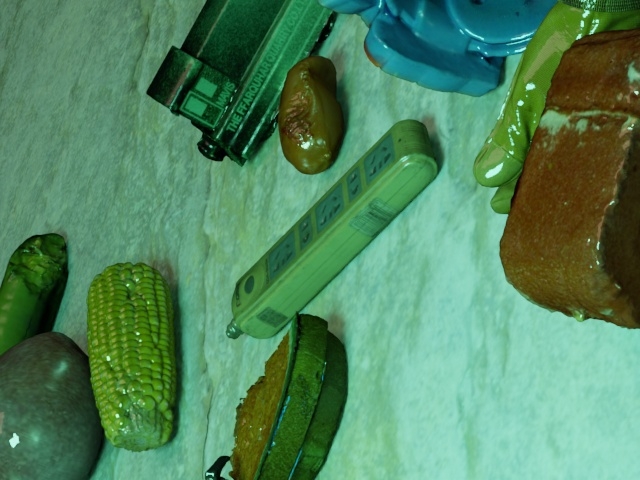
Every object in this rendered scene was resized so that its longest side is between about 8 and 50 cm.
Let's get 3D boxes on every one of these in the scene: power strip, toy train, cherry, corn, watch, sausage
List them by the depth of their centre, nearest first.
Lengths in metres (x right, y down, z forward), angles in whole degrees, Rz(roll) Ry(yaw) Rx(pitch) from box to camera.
[{"bbox_3d":[0.142,-0.335,1.630,0.274,0.305,0.241,-41,35,46],"label":"watch"},{"bbox_3d":[0.000,0.000,1.817,0.387,0.066,0.092,-46,30,28],"label":"power strip"},{"bbox_3d":[-0.014,-0.170,1.961,0.089,0.089,0.179,-33,42,41],"label":"sausage"},{"bbox_3d":[-0.262,0.154,2.050,0.130,0.130,0.347,-47,35,26],"label":"corn"},{"bbox_3d":[-0.111,-0.276,2.113,0.330,0.178,0.138,-61,28,5],"label":"toy train"},{"bbox_3d":[-0.429,0.269,2.126,0.261,0.221,0.307,-15,40,43],"label":"cherry"}]

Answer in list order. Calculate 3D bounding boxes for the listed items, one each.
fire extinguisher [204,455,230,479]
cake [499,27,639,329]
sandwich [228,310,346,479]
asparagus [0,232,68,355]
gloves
[{"bbox_3d":[-0.127,0.375,1.631,0.072,0.089,0.267,2,83,16],"label":"fire extinguisher"},{"bbox_3d":[0.284,-0.056,1.297,0.151,0.177,0.283,4,75,59],"label":"cake"},{"bbox_3d":[-0.038,0.215,1.692,0.159,0.079,0.235,-46,27,46],"label":"sandwich"},{"bbox_3d":[-0.506,0.135,2.463,0.108,0.128,0.382,4,62,20],"label":"asparagus"},{"bbox_3d":[0.252,-0.142,1.444,0.154,0.141,0.331,-43,-30,-60],"label":"gloves"}]
